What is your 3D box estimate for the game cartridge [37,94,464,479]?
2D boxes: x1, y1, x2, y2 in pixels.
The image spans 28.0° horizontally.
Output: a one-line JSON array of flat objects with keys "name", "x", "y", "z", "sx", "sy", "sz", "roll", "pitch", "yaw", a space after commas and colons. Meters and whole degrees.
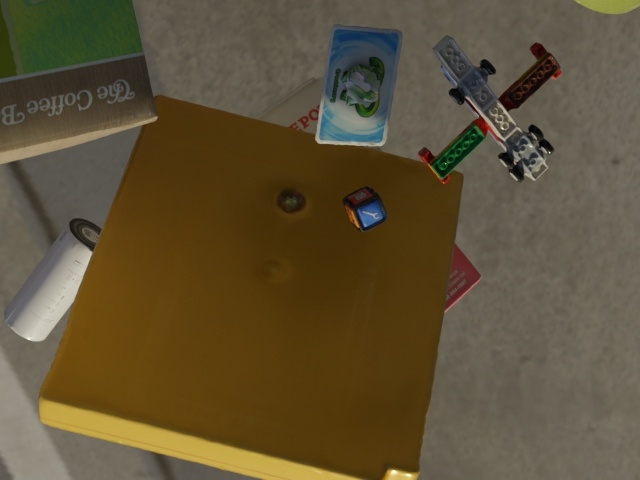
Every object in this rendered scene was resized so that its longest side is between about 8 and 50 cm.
[{"name": "game cartridge", "x": -0.042, "y": 0.039, "z": 1.033, "sx": 0.285, "sy": 0.324, "sz": 0.053, "roll": 15, "pitch": 142, "yaw": -1}]

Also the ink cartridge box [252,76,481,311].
[{"name": "ink cartridge box", "x": 0.000, "y": 0.000, "z": 1.362, "sx": 0.283, "sy": 0.207, "sz": 0.117, "roll": 52, "pitch": 148, "yaw": 0}]

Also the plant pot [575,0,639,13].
[{"name": "plant pot", "x": 0.431, "y": -0.448, "z": 1.518, "sx": 0.366, "sy": 0.366, "sz": 0.353, "roll": 44, "pitch": 145, "yaw": -13}]

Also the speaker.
[{"name": "speaker", "x": -0.280, "y": 0.043, "z": 1.366, "sx": 0.055, "sy": 0.055, "sz": 0.136, "roll": 37, "pitch": 111, "yaw": -7}]

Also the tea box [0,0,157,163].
[{"name": "tea box", "x": -0.292, "y": -0.196, "z": 0.824, "sx": 0.329, "sy": 0.220, "sz": 0.324, "roll": -1, "pitch": 104, "yaw": 60}]

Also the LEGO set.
[{"name": "LEGO set", "x": 0.080, "y": -0.125, "z": 0.841, "sx": 0.182, "sy": 0.060, "sz": 0.244, "roll": 1, "pitch": 109, "yaw": -22}]
